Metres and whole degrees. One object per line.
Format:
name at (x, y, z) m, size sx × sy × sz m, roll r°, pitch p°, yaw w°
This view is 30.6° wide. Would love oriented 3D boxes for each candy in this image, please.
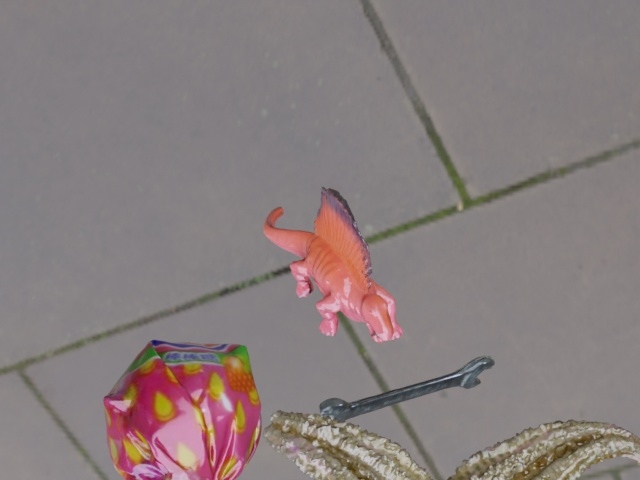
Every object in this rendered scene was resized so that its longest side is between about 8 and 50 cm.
candy at (-0.085, 0.230, 0.812) m, size 0.124 × 0.365 × 0.124 m, roll -8°, pitch 142°, yaw -6°

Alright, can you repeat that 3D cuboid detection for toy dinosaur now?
toy dinosaur at (0.001, -0.004, 1.153) m, size 0.070 × 0.286 × 0.138 m, roll -21°, pitch 131°, yaw -16°

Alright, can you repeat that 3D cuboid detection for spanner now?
spanner at (0.096, 0.175, 1.336) m, size 0.255 × 0.015 × 0.054 m, roll -12°, pitch 136°, yaw -30°

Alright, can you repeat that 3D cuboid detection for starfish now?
starfish at (0.067, 0.166, 0.593) m, size 0.241 × 0.043 × 0.227 m, roll -30°, pitch 87°, yaw -10°
